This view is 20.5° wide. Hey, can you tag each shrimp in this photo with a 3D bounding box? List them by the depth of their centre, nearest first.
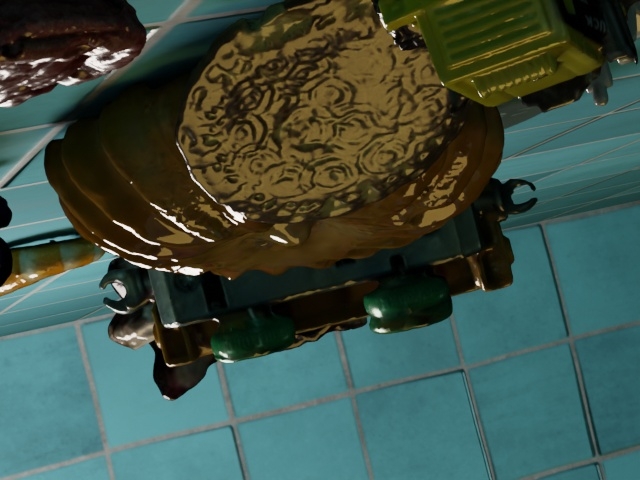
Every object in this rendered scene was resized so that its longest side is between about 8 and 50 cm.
[{"bbox_3d":[-0.308,0.024,1.899,0.161,0.049,0.166,-16,-177,14],"label":"shrimp"}]

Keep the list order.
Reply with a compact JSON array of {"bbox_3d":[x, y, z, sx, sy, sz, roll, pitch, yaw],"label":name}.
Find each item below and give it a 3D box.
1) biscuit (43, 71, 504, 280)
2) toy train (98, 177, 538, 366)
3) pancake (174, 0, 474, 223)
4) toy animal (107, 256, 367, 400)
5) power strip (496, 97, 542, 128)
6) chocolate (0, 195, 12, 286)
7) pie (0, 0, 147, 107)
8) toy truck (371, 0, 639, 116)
[{"bbox_3d":[-0.029,-0.041,1.242,0.325,0.107,0.326,-5,170,-1],"label":"biscuit"},{"bbox_3d":[0.000,0.000,1.716,0.429,0.178,0.249,-14,-175,9],"label":"toy train"},{"bbox_3d":[0.006,-0.080,1.045,0.199,0.021,0.199,-11,140,-10],"label":"pancake"},{"bbox_3d":[-0.145,0.082,2.205,0.302,0.194,0.344,-18,174,-21],"label":"toy animal"},{"bbox_3d":[0.080,-0.100,1.411,0.167,0.054,0.253,-8,172,-44],"label":"power strip"},{"bbox_3d":[-0.330,0.068,1.248,0.148,0.126,0.343,27,-138,20],"label":"chocolate"},{"bbox_3d":[-0.166,-0.092,0.890,0.153,0.038,0.153,-16,178,-1],"label":"pie"},{"bbox_3d":[0.116,-0.120,0.910,0.136,0.111,0.286,-17,177,21],"label":"toy truck"}]
